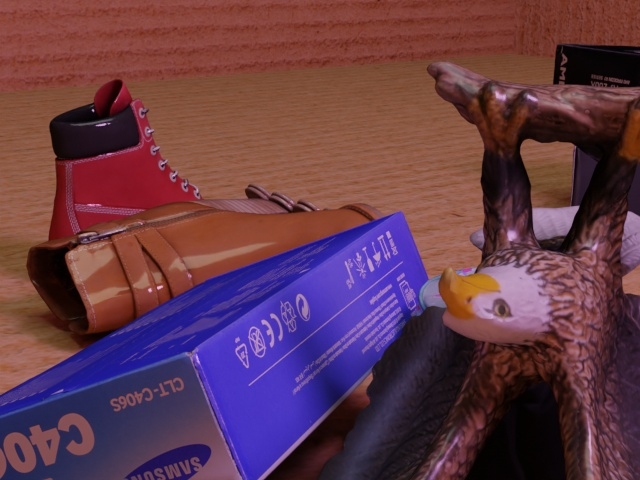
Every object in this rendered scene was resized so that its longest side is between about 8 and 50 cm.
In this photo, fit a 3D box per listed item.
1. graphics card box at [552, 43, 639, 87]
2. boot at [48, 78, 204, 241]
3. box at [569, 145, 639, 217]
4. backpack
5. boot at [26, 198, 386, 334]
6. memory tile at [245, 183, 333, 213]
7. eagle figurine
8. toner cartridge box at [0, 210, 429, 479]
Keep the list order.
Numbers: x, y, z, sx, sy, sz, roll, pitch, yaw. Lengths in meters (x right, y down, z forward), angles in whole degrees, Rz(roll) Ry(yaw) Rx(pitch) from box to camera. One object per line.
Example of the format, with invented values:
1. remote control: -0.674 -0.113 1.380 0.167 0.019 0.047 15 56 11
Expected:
1. graphics card box: 0.444 -0.159 1.520 0.233 0.094 0.371 -2 13 -21
2. boot: -0.139 -0.060 1.260 0.088 0.176 0.244 12 15 43
3. box: 0.422 -0.054 1.488 0.261 0.103 0.184 9 17 27
4. backpack: 0.118 0.084 0.812 0.152 0.115 0.182 1 15 -6
5. boot: -0.079 0.025 1.062 0.220 0.109 0.283 -11 23 -34
6. memory tile: 0.000 0.000 1.206 0.012 0.113 0.148 -48 36 -17
7. eagle figurine: 0.097 0.067 0.631 0.225 0.298 0.226 12 -10 -28
8. toner cartridge box: -0.058 0.071 0.805 0.165 0.075 0.348 -21 4 23
